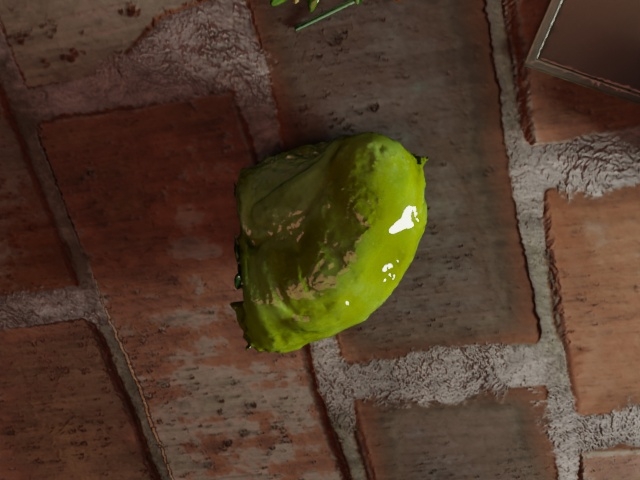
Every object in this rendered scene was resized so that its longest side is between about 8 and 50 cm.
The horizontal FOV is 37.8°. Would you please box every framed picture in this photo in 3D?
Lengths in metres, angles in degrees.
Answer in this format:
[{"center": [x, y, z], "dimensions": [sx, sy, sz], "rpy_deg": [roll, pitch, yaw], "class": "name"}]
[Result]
[{"center": [0.384, -0.297, 1.132], "dimensions": [0.197, 0.014, 0.252], "rpy_deg": [19, 119, -1], "class": "framed picture"}]

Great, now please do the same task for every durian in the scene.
[{"center": [0.000, 0.000, 1.253], "dimensions": [0.340, 0.204, 0.255], "rpy_deg": [-18, 102, 17], "class": "durian"}]

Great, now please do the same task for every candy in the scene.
[{"center": [0.044, -0.304, 1.177], "dimensions": [0.185, 0.049, 0.055], "rpy_deg": [-20, 84, 25], "class": "candy"}]

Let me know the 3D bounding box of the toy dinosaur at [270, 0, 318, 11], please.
[{"center": [-0.019, -0.331, 1.088], "dimensions": [0.194, 0.177, 0.152], "rpy_deg": [-2, 117, 12], "class": "toy dinosaur"}]
